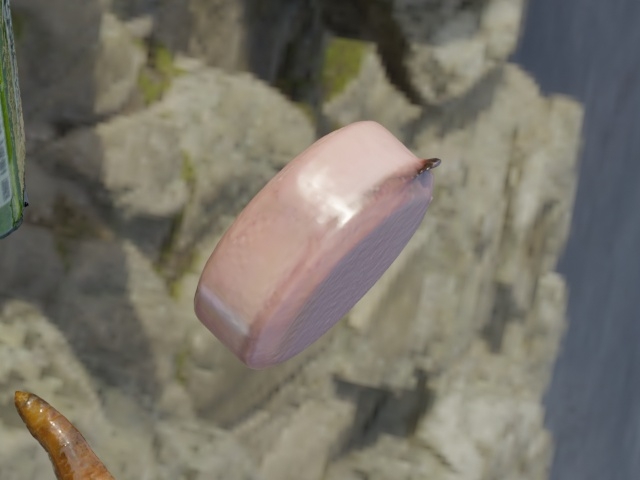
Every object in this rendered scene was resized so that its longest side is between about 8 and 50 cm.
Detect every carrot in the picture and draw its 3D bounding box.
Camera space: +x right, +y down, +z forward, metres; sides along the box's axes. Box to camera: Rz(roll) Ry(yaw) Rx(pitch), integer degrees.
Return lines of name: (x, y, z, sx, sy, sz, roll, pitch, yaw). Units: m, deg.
carrot: (-0.135, 0.157, 1.166, 0.036, 0.165, 0.035, -37, 175, -4)

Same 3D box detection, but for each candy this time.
candy: (0.000, 0.000, 1.711, 0.255, 0.094, 0.255, -44, 167, -13)

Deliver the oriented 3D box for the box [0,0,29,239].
box: (-0.253, -0.146, 1.263, 0.345, 0.097, 0.134, 94, -8, -54)
